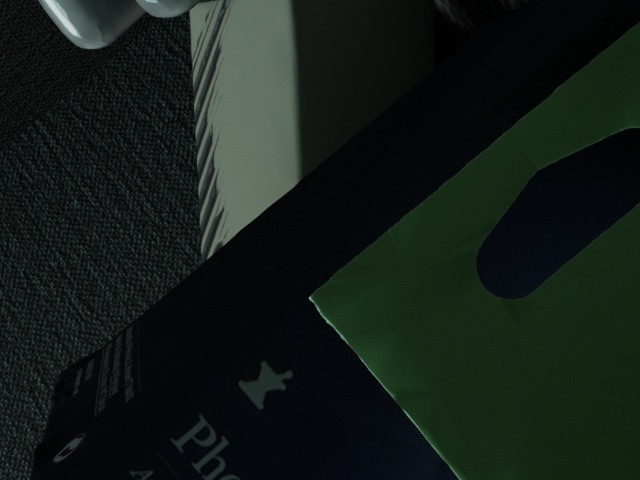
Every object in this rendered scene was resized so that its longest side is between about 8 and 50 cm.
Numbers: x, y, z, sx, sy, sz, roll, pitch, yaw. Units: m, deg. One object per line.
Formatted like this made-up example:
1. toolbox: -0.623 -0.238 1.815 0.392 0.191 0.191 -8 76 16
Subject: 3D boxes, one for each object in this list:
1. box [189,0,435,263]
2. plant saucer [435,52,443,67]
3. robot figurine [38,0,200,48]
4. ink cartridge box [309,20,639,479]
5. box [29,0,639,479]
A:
1. box: 0.000 0.000 0.604 0.113 0.275 0.094 -6 -173 -42
2. plant saucer: 0.023 -0.027 0.810 0.084 0.332 0.332 3 -161 -19
3. robot figurine: -0.169 -0.273 0.536 0.300 0.200 0.353 -11 124 41
4. ink cartridge box: 0.135 0.057 0.320 0.235 0.171 0.056 50 179 -5
5. box: 0.085 0.094 0.471 0.296 0.294 0.183 50 176 -11
